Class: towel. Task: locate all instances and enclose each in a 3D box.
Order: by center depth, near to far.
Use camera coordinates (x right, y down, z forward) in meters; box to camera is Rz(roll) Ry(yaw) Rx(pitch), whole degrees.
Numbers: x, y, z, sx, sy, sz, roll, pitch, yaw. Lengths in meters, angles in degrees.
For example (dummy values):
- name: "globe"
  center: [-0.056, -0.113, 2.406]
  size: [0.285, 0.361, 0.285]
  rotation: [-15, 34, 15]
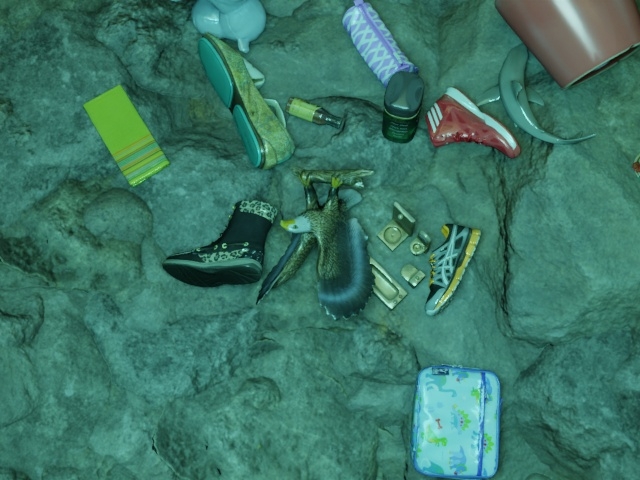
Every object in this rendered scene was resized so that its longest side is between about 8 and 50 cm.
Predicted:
- name: "towel"
  center: [-0.441, -0.239, 1.743]
  size: [0.102, 0.021, 0.237]
  rotation: [-31, 75, -10]

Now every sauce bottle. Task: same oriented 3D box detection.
- name: "sauce bottle"
  center: [-0.014, -0.283, 1.717]
  size: [0.128, 0.042, 0.042]
  rotation: [22, 78, 6]

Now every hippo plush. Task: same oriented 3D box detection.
- name: "hippo plush"
  center: [-0.197, -0.569, 1.704]
  size: [0.294, 0.236, 0.234]
  rotation: [6, 66, 16]

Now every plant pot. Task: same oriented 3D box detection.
- name: "plant pot"
  center: [0.545, -0.473, 1.632]
  size: [0.275, 0.275, 0.243]
  rotation: [-28, 87, -4]

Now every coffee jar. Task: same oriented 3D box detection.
- name: "coffee jar"
  center: [0.175, -0.282, 1.631]
  size: [0.079, 0.184, 0.096]
  rotation: [14, 78, 7]

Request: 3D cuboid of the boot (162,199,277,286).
- name: "boot"
  center: [-0.209, 0.005, 1.639]
  size: [0.236, 0.085, 0.178]
  rotation: [-1, 53, 26]

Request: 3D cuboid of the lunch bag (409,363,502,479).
- name: "lunch bag"
  center: [0.270, 0.358, 1.517]
  size: [0.176, 0.090, 0.219]
  rotation: [6, 77, 2]

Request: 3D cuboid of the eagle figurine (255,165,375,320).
- name: "eagle figurine"
  center: [-0.010, 0.000, 1.566]
  size: [0.225, 0.226, 0.298]
  rotation: [3, 92, -18]

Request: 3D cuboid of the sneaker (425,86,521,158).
- name: "sneaker"
  center: [0.320, -0.223, 1.672]
  size: [0.128, 0.087, 0.221]
  rotation: [-45, 65, 1]

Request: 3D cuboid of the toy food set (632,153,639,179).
- name: "toy food set"
  center: [0.716, -0.158, 1.653]
  size: [0.082, 0.020, 0.083]
  rotation: [22, 79, 8]

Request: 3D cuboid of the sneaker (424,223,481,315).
- name: "sneaker"
  center: [0.259, 0.059, 1.598]
  size: [0.083, 0.084, 0.215]
  rotation: [24, 68, 9]

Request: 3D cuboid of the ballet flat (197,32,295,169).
- name: "ballet flat"
  center: [-0.159, -0.316, 1.706]
  size: [0.123, 0.123, 0.348]
  rotation: [-26, 75, -3]

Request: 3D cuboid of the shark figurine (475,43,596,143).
- name: "shark figurine"
  center: [0.450, -0.294, 1.658]
  size: [0.166, 0.116, 0.278]
  rotation: [-30, 74, -3]

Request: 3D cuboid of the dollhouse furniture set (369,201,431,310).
- name: "dollhouse furniture set"
  center: [0.151, 0.035, 1.584]
  size: [0.151, 0.123, 0.144]
  rotation: [-43, 77, -7]

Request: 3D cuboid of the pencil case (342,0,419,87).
- name: "pencil case"
  center: [0.129, -0.439, 1.723]
  size: [0.086, 0.088, 0.206]
  rotation: [-32, 75, -7]
